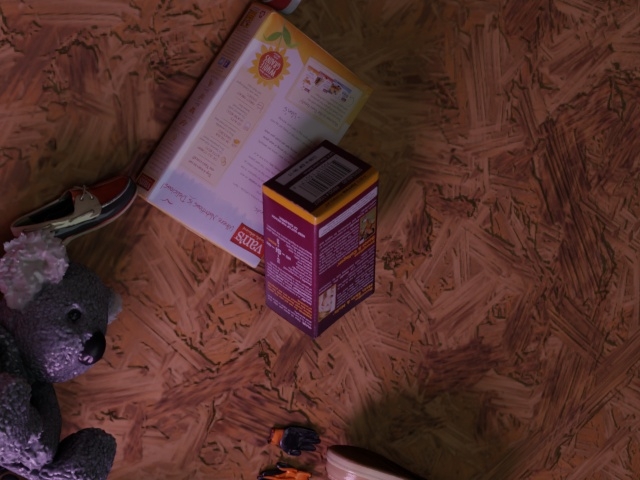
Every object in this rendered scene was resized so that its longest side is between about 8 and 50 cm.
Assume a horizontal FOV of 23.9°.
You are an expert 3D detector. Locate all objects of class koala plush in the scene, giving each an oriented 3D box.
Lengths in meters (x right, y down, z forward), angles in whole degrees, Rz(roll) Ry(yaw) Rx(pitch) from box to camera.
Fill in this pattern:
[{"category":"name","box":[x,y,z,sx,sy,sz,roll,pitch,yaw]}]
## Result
[{"category":"koala plush","box":[-0.288,0.110,1.501,0.221,0.203,0.196,-63,145,-14]}]

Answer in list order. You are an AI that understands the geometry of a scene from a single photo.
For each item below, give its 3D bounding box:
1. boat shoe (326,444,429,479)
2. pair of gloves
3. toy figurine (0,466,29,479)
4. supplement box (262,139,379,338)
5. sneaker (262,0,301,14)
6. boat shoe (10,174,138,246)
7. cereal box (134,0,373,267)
[{"category":"boat shoe","box":[0.101,0.334,1.881,0.285,0.105,0.089,32,87,-38]},{"category":"pair of gloves","box":[-0.038,0.262,1.820,0.074,0.010,0.083,8,102,-34]},{"category":"toy figurine","box":[-0.380,0.330,1.549,0.210,0.148,0.213,7,108,-29]},{"category":"supplement box","box":[0.000,0.000,1.646,0.104,0.081,0.188,-37,145,-32]},{"category":"sneaker","box":[-0.033,-0.298,1.570,0.067,0.042,0.118,19,100,-40]},{"category":"boat shoe","box":[-0.249,-0.031,1.537,0.137,0.049,0.043,-31,127,-12]},{"category":"cereal box","box":[-0.071,-0.110,1.619,0.173,0.047,0.240,35,89,-40]}]
